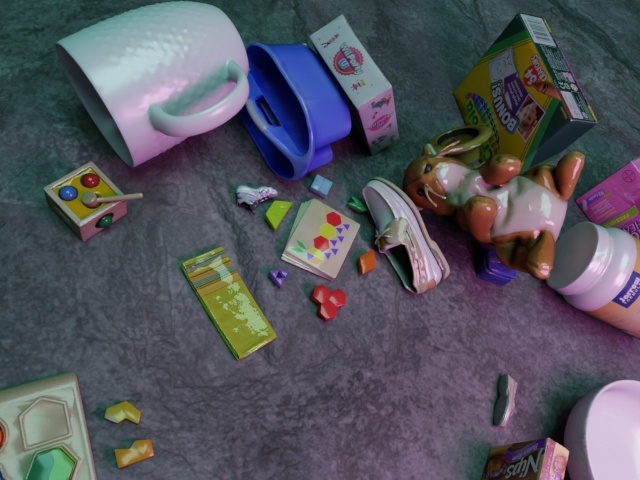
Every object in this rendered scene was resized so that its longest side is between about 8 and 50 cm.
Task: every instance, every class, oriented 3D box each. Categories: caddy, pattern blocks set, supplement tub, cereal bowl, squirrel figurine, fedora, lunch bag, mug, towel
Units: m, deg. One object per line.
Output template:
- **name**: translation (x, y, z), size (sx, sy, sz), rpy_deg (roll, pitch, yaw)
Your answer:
- **caddy**: translation (-0.087, -0.309, 1.200), size (0.179, 0.241, 0.342), rpy_deg (-21, 72, -32)
- **pattern blocks set**: translation (0.000, 0.000, 1.195), size (0.285, 0.026, 0.325), rpy_deg (37, 58, 1)
- **supplement tub**: translation (0.774, 0.105, 1.301), size (0.316, 0.228, 0.229), rpy_deg (26, 58, -6)
- **cereal bowl**: translation (0.677, 0.492, 1.118), size (0.338, 0.141, 0.339), rpy_deg (9, 61, -16)
- **squirrel figurine**: translation (0.390, -0.092, 1.243), size (0.370, 0.397, 0.281), rpy_deg (17, 92, 18)
- **fedora**: translation (0.393, -0.259, 1.418), size (0.194, 0.194, 0.079), rpy_deg (-36, 119, -31)
- **lunch bag**: translation (0.460, 0.071, 1.301), size (0.098, 0.065, 0.067), rpy_deg (16, 60, -11)
- **mug**: translation (-0.303, -0.331, 1.055), size (0.328, 0.276, 0.374), rpy_deg (-35, 52, -21)
- **towel**: translation (-0.193, 0.127, 1.064), size (0.102, 0.021, 0.237), rpy_deg (-28, 76, -28)

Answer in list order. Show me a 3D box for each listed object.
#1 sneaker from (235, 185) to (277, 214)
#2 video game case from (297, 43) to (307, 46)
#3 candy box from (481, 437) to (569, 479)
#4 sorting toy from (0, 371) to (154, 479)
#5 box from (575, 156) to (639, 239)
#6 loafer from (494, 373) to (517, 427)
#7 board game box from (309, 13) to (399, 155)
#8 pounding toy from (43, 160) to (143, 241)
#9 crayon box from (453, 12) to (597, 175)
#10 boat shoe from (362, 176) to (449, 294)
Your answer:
- **sneaker**: translation (-0.149, -0.091, 1.185), size (0.098, 0.038, 0.069), rpy_deg (0, 65, -9)
- **video game case**: translation (-0.091, -0.473, 1.409), size (0.190, 0.022, 0.173), rpy_deg (-16, 71, -26)
- **candy box**: translation (0.399, 0.464, 1.005), size (0.053, 0.187, 0.109), rpy_deg (33, 58, 0)
- **sorting toy**: translation (-0.453, 0.341, 0.847), size (0.306, 0.041, 0.229), rpy_deg (-12, 69, -25)
- **box**: translation (0.915, -0.088, 1.459), size (0.117, 0.214, 0.243), rpy_deg (-22, 74, -28)
- **loafer**: translation (0.428, 0.368, 1.151), size (0.039, 0.045, 0.125), rpy_deg (30, 55, -11)
- **board game box**: translation (0.096, -0.373, 1.263), size (0.097, 0.303, 0.224), rpy_deg (-31, 74, 5)
- **pounding toy**: translation (-0.458, -0.082, 1.029), size (0.141, 0.100, 0.130), rpy_deg (44, 59, 6)
- **crayon box**: translation (0.550, -0.379, 1.419), size (0.105, 0.313, 0.363), rpy_deg (-1, 64, -24)
- **boat shoe**: translation (0.187, -0.013, 1.210), size (0.103, 0.113, 0.302), rpy_deg (-33, 85, -26)
